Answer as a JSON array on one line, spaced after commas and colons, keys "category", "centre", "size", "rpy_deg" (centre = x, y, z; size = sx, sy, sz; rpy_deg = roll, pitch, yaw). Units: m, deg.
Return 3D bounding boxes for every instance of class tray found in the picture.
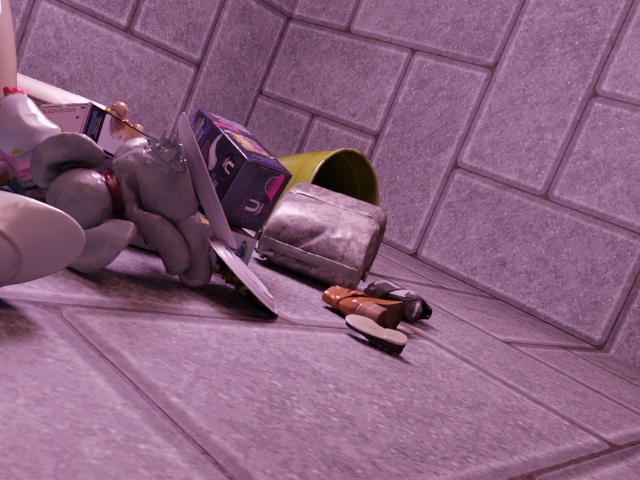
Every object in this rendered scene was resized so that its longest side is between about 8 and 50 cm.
[{"category": "tray", "centre": [-0.230, -0.112, 1.339], "size": [0.030, 0.270, 0.145], "rpy_deg": [-22, 11, -10]}]

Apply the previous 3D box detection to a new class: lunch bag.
[{"category": "lunch bag", "centre": [0.000, 0.000, 1.814], "size": [0.305, 0.212, 0.256], "rpy_deg": [20, 23, 7]}]

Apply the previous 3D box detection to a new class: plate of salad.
[{"category": "plate of salad", "centre": [-0.155, 0.073, 1.310], "size": [0.200, 0.048, 0.200], "rpy_deg": [48, -2, 2]}]

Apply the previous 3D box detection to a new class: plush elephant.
[{"category": "plush elephant", "centre": [-0.345, -0.060, 1.187], "size": [0.255, 0.272, 0.330], "rpy_deg": [-14, -23, -10]}]

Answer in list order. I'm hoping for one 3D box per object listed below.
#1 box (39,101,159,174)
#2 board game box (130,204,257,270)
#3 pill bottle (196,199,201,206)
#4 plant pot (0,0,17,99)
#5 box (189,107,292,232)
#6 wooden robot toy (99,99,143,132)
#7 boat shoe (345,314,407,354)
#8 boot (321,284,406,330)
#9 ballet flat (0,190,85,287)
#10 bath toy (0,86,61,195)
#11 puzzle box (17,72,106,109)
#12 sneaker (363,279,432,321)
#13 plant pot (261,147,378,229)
[{"category": "box", "centre": [-0.457, -0.198, 1.505], "size": [0.169, 0.087, 0.290], "rpy_deg": [5, -15, 31]}, {"category": "board game box", "centre": [-0.322, -0.033, 1.521], "size": [0.303, 0.097, 0.224], "rpy_deg": [18, 7, -32]}, {"category": "pill bottle", "centre": [-0.394, -0.125, 1.756], "size": [0.272, 0.152, 0.152], "rpy_deg": [21, 7, -19]}, {"category": "plant pot", "centre": [-0.685, -0.352, 1.298], "size": [0.256, 0.274, 0.256], "rpy_deg": [-20, -3, -1]}, {"category": "box", "centre": [-0.214, -0.167, 1.610], "size": [0.143, 0.165, 0.270], "rpy_deg": [17, 22, -43]}, {"category": "wooden robot toy", "centre": [-0.440, -0.274, 1.540], "size": [0.076, 0.079, 0.173], "rpy_deg": [5, -14, 32]}, {"category": "boat shoe", "centre": [0.109, 0.192, 1.396], "size": [0.133, 0.042, 0.049], "rpy_deg": [23, 32, 10]}, {"category": "boot", "centre": [0.105, 0.148, 1.593], "size": [0.152, 0.073, 0.197], "rpy_deg": [21, 3, 28]}, {"category": "ballet flat", "centre": [-0.476, -0.001, 0.775], "size": [0.400, 0.139, 0.139], "rpy_deg": [14, 10, -25]}, {"category": "bath toy", "centre": [-0.573, -0.181, 1.290], "size": [0.151, 0.129, 0.348], "rpy_deg": [-22, 0, -26]}, {"category": "puzzle box", "centre": [-0.724, -0.277, 1.553], "size": [0.409, 0.272, 0.052], "rpy_deg": [18, 50, -25]}, {"category": "sneaker", "centre": [0.208, 0.161, 1.775], "size": [0.234, 0.078, 0.106], "rpy_deg": [18, 5, -44]}, {"category": "plant pot", "centre": [-0.062, -0.128, 2.223], "size": [0.353, 0.366, 0.366], "rpy_deg": [12, -1, 39]}]
